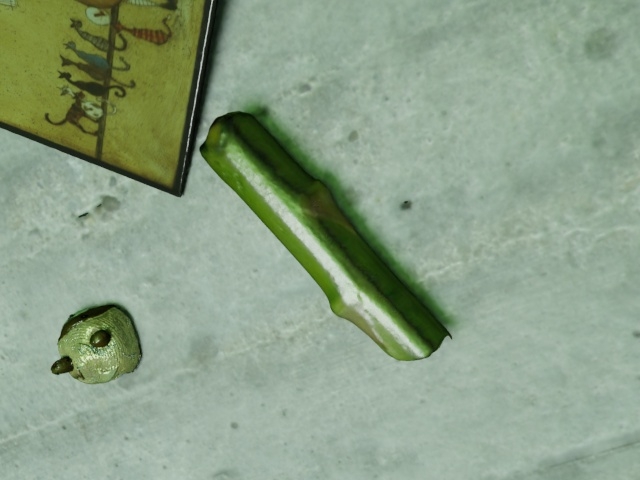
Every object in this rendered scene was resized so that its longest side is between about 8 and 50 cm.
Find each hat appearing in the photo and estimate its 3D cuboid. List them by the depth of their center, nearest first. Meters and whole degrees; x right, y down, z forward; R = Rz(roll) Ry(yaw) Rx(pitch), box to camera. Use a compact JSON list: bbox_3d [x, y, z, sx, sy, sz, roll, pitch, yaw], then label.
[{"bbox_3d":[-0.226,0.108,0.773,0.077,0.059,0.076,-14,98,15],"label":"hat"}]

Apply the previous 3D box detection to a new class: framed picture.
[{"bbox_3d":[-0.256,-0.212,0.735,0.339,0.014,0.255,22,114,14],"label":"framed picture"}]

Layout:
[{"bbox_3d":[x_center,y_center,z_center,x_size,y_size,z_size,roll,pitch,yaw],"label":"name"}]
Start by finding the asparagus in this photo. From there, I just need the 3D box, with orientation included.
[{"bbox_3d":[0.001,0.000,0.683,0.067,0.060,0.277,-40,85,0],"label":"asparagus"}]
